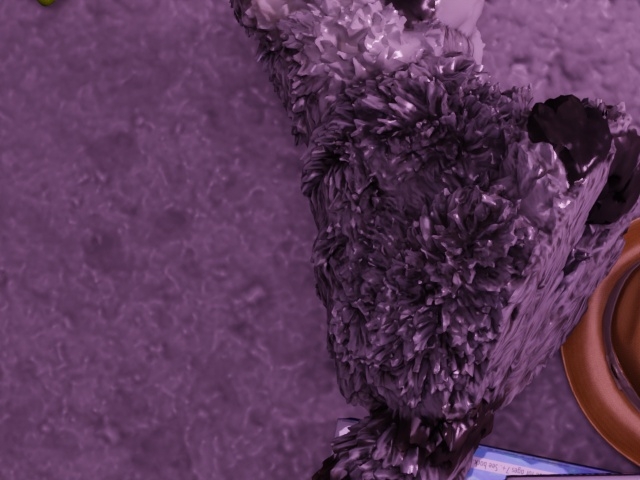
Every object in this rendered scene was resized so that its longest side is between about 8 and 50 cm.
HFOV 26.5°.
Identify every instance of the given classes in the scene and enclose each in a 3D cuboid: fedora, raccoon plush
[{"bbox_3d":[0.256,0.068,0.924,0.194,0.079,0.194,-1,81,9],"label":"fedora"},{"bbox_3d":[0.000,0.000,0.881,0.299,0.216,0.446,31,75,22],"label":"raccoon plush"}]

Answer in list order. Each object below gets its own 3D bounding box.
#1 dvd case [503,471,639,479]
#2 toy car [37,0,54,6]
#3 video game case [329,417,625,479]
[{"bbox_3d":[0.211,0.269,0.868,0.179,0.029,0.239,-2,83,5],"label":"dvd case"},{"bbox_3d":[-0.208,-0.286,0.990,0.155,0.188,0.149,-43,78,1],"label":"toy car"},{"bbox_3d":[0.120,0.266,0.927,0.269,0.061,0.244,10,85,10],"label":"video game case"}]
